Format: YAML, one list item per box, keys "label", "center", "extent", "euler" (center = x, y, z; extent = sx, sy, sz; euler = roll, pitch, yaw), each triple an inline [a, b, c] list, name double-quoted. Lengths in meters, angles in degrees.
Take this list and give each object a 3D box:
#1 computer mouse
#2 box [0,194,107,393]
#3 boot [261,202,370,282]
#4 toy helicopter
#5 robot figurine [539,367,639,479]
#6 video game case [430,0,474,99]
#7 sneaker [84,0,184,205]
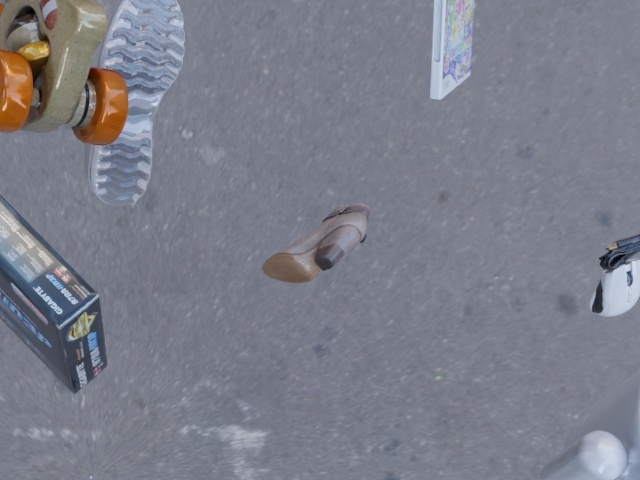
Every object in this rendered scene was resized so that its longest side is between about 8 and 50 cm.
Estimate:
- label: "computer mouse"
  center: [0.425, 0.056, 1.404]
  extent: [0.106, 0.193, 0.042]
  euler: [-22, 56, -11]
- label: "box"
  center: [-0.302, 0.034, 0.999]
  extent: [0.220, 0.175, 0.051]
  euler: [43, 63, 13]
- label: "boot"
  center: [0.000, 0.000, 1.074]
  extent: [0.042, 0.118, 0.087]
  euler: [55, 48, -27]
- label: "toy helicopter"
  center: [-0.280, -0.288, 1.070]
  extent: [0.140, 0.235, 0.355]
  euler: [4, 118, -40]
- label: "robot figurine"
  center: [0.346, 0.194, 0.896]
  extent: [0.300, 0.353, 0.199]
  euler: [-4, 63, -16]
- label: "video game case"
  center: [0.113, -0.188, 0.849]
  extent: [0.011, 0.087, 0.122]
  euler: [11, 117, 22]
- label: "sneaker"
  center: [-0.259, -0.192, 1.294]
  extent: [0.105, 0.115, 0.281]
  euler: [13, 96, -36]
